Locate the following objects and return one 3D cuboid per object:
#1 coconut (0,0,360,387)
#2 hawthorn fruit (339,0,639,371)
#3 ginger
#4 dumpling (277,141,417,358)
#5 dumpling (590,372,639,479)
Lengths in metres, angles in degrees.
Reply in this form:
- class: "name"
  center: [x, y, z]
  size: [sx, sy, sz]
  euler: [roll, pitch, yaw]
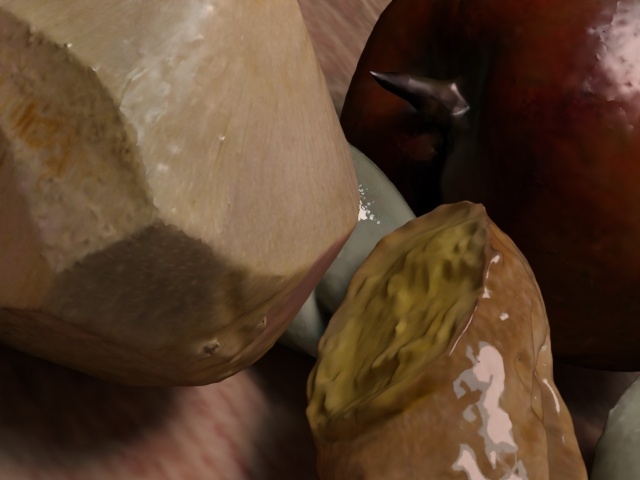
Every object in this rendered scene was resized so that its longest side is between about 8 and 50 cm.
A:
- class: "coconut"
  center: [-0.084, -0.045, 0.733]
  size: [0.197, 0.237, 0.237]
  euler: [-11, 57, -51]
- class: "hawthorn fruit"
  center: [0.141, -0.065, 0.969]
  size: [0.301, 0.267, 0.267]
  euler: [15, 39, -30]
- class: "ginger"
  center: [0.065, 0.140, 0.717]
  size: [0.190, 0.126, 0.354]
  euler: [21, 54, -45]
- class: "dumpling"
  center: [0.005, -0.008, 0.888]
  size: [0.153, 0.108, 0.219]
  euler: [-6, 58, -48]
- class: "dumpling"
  center: [0.215, 0.169, 0.881]
  size: [0.149, 0.105, 0.216]
  euler: [30, 33, -15]
